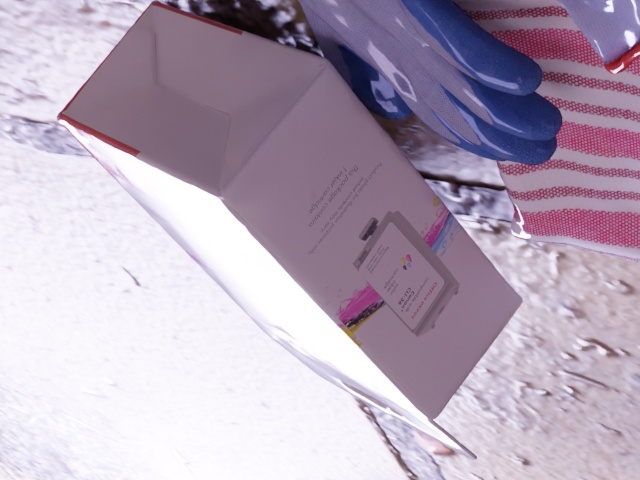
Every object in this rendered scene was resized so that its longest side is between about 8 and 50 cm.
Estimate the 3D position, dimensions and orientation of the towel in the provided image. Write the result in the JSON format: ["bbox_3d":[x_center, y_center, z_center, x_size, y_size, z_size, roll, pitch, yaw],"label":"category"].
[{"bbox_3d":[0.117,-0.037,0.600,0.144,0.029,0.197,14,153,24],"label":"towel"}]

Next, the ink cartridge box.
[{"bbox_3d":[0.000,0.000,0.702,0.115,0.067,0.198,26,163,46],"label":"ink cartridge box"}]

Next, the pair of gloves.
[{"bbox_3d":[0.023,-0.087,0.544,0.159,0.023,0.198,38,162,-1],"label":"pair of gloves"}]
